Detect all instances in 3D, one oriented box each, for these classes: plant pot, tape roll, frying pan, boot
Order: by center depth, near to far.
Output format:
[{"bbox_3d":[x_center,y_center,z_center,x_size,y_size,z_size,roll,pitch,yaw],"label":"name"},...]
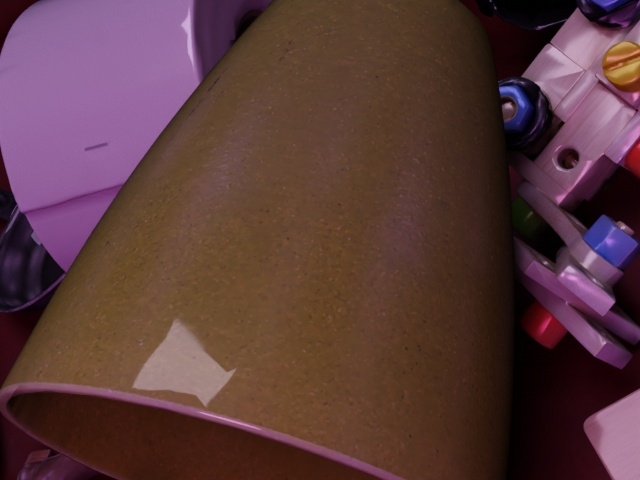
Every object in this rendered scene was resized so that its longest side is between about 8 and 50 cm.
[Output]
[{"bbox_3d":[0.000,0.000,0.706,0.275,0.275,0.293,1,64,36],"label":"plant pot"},{"bbox_3d":[-0.192,0.199,0.875,0.106,0.037,0.114,-20,37,38],"label":"boot"},{"bbox_3d":[-0.100,-0.088,0.929,0.169,0.246,0.246,-13,45,25],"label":"tape roll"},{"bbox_3d":[-0.262,-0.002,1.112,0.326,0.053,0.197,-21,44,43],"label":"frying pan"}]

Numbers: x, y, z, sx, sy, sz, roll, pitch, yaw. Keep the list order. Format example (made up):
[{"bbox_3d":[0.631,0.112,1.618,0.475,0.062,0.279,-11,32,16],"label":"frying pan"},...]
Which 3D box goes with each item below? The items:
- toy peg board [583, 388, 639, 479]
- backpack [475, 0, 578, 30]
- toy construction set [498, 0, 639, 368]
[{"bbox_3d":[0.246,0.130,0.619,0.161,0.079,0.160,-31,56,7],"label":"toy peg board"},{"bbox_3d":[0.254,-0.301,0.911,0.263,0.213,0.276,13,46,27],"label":"backpack"},{"bbox_3d":[0.225,-0.075,0.779,0.327,0.151,0.215,-46,65,0],"label":"toy construction set"}]
